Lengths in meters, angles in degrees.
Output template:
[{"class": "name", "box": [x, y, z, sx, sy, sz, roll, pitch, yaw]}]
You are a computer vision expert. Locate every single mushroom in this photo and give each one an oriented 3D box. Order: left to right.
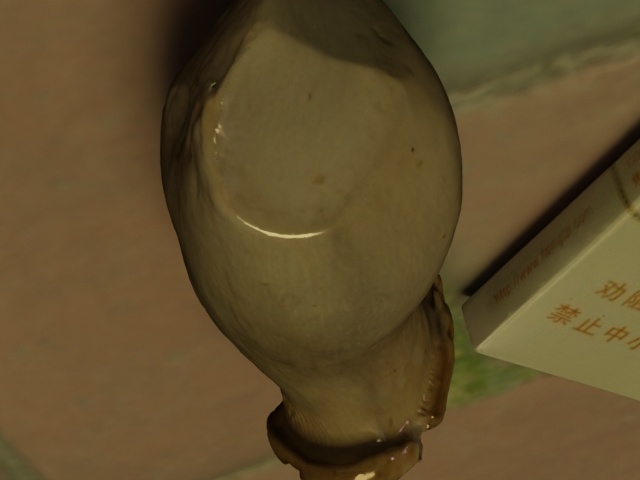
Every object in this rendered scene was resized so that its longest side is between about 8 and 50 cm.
[{"class": "mushroom", "box": [0.002, 0.000, 0.614, 0.088, 0.097, 0.212, -20, 142, -8]}]

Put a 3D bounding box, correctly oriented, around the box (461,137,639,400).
[{"class": "box", "box": [0.162, -0.019, 0.688, 0.122, 0.032, 0.220, 19, 132, -33]}]
